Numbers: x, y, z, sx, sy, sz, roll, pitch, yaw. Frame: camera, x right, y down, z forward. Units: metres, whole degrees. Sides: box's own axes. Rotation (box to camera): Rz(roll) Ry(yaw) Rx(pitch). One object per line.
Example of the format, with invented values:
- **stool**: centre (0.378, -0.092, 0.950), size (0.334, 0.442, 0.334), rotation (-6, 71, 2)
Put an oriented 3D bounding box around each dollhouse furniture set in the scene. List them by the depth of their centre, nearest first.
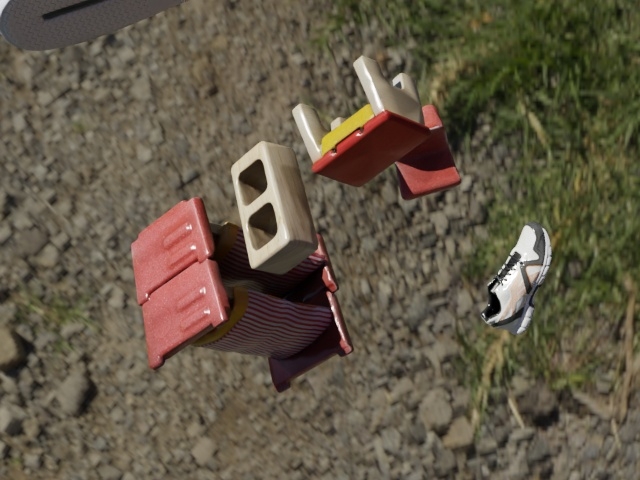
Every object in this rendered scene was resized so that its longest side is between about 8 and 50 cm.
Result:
- **dollhouse furniture set**: centre (0.000, 0.000, 1.392), size (0.374, 0.201, 0.152), rotation (-35, 56, 34)

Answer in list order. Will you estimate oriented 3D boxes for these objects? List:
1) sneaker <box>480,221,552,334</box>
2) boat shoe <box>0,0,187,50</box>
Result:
- **sneaker**: centre (0.180, 0.034, 1.272), size (0.044, 0.040, 0.109), rotation (10, 101, -22)
- **boat shoe**: centre (-0.068, -0.232, 0.896), size (0.335, 0.121, 0.119), rotation (-18, 70, -10)
